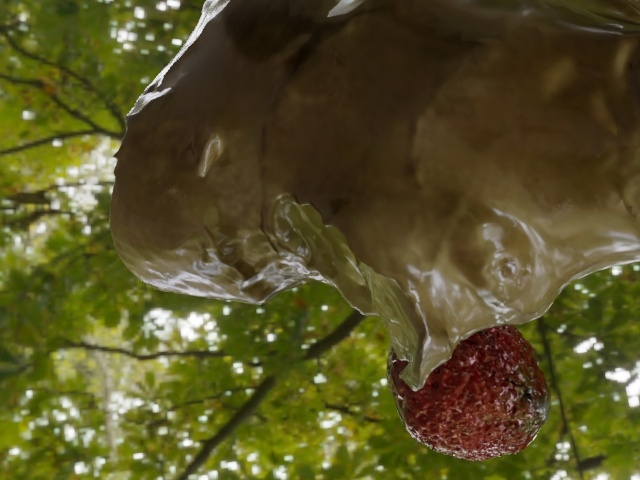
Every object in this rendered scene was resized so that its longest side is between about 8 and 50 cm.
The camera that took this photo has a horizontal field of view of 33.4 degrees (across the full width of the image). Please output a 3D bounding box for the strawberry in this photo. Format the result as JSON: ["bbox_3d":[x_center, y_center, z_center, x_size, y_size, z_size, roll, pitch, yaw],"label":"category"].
[{"bbox_3d":[0.092,0.084,0.646,0.106,0.106,0.106,-1,-91,49],"label":"strawberry"}]

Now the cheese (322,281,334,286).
[{"bbox_3d":[0.001,-0.006,0.919,0.047,0.171,0.092,87,10,-61],"label":"cheese"}]

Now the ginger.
[{"bbox_3d":[0.060,-0.046,0.387,0.270,0.123,0.218,11,-120,32],"label":"ginger"}]
